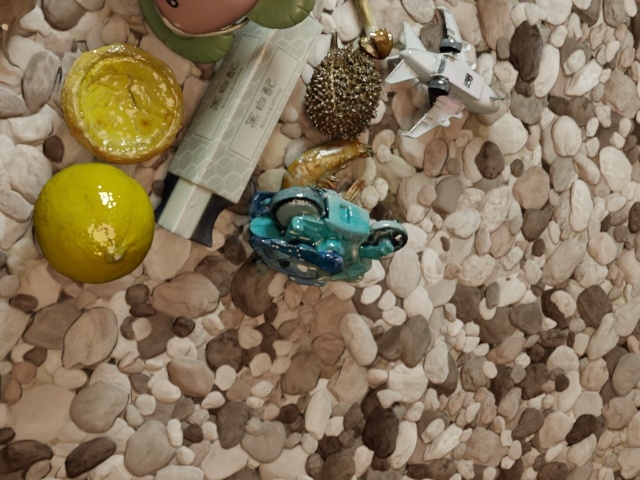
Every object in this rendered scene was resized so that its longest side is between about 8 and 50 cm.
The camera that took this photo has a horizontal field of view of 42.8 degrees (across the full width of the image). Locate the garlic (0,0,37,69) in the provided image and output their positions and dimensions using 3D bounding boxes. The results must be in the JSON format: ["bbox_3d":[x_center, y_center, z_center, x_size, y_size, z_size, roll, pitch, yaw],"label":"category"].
[{"bbox_3d":[-0.453,-0.381,1.138,0.266,0.149,0.128,56,41,-20],"label":"garlic"}]

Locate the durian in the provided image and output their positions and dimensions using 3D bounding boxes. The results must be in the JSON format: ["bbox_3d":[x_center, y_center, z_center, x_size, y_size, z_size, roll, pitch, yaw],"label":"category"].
[{"bbox_3d":[0.047,-0.265,1.389,0.148,0.091,0.188,-13,93,-25],"label":"durian"}]

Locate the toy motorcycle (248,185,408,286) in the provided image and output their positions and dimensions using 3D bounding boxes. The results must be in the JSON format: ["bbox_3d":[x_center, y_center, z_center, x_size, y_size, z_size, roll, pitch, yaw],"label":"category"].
[{"bbox_3d":[0.000,0.000,1.391,0.260,0.154,0.206,20,136,-27],"label":"toy motorcycle"}]

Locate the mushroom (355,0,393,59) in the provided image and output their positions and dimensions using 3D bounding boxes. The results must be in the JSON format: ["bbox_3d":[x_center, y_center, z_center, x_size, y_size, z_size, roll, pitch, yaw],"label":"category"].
[{"bbox_3d":[0.074,-0.396,1.395,0.061,0.060,0.187,-28,109,-18],"label":"mushroom"}]

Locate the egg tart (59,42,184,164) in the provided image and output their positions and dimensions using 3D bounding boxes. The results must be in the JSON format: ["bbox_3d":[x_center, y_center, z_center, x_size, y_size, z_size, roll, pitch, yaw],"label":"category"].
[{"bbox_3d":[-0.304,-0.208,1.253,0.191,0.074,0.191,-6,105,-24],"label":"egg tart"}]

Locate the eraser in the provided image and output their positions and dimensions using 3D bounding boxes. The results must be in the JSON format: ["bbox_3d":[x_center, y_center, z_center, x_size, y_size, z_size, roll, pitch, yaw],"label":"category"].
[{"bbox_3d":[-0.139,-0.192,1.312,0.096,0.098,0.403,27,89,-44],"label":"eraser"}]

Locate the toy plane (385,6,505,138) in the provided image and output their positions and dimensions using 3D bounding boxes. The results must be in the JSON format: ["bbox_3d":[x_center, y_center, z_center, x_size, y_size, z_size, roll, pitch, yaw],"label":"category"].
[{"bbox_3d":[0.236,-0.286,1.470,0.255,0.101,0.251,21,81,-27],"label":"toy plane"}]

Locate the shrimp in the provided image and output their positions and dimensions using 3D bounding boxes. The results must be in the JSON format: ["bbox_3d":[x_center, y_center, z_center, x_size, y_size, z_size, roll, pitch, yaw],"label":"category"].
[{"bbox_3d":[0.018,-0.113,1.445,0.188,0.051,0.132,-29,125,-8],"label":"shrimp"}]

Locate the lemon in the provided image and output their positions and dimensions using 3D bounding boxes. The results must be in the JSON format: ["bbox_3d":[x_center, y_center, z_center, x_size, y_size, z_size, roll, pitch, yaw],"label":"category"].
[{"bbox_3d":[-0.333,-0.024,1.216,0.178,0.203,0.178,-19,129,-25],"label":"lemon"}]

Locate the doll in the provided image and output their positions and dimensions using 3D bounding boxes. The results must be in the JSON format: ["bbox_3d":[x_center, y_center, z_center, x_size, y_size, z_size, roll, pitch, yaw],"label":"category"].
[{"bbox_3d":[-0.159,-0.410,1.202,0.268,0.284,0.216,57,33,-30],"label":"doll"}]
